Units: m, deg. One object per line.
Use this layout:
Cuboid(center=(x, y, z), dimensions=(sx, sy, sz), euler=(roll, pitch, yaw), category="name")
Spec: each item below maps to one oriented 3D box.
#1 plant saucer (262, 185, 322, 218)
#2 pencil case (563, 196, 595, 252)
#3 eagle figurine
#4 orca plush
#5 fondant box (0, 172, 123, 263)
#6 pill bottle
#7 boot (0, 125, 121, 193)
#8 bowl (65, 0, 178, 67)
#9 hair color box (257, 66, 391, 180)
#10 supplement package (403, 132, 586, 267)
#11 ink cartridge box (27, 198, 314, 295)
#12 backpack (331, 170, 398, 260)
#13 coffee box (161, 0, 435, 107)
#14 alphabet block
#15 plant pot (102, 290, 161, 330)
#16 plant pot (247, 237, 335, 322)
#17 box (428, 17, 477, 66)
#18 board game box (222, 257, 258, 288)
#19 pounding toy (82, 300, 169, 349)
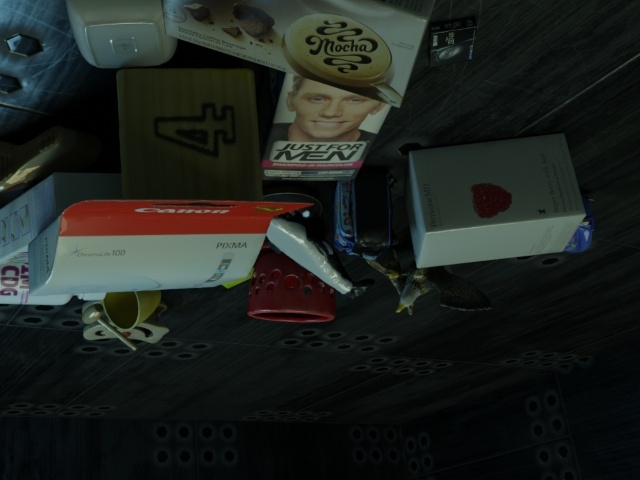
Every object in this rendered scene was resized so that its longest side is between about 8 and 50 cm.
Cuboid(center=(-0.081, -0.067, 1.619), dimensions=(0.168, 0.029, 0.168), euler=(-5, 156, -2), category="plant saucer")
Cuboid(center=(0.439, -0.028, 1.736), dimensions=(0.306, 0.119, 0.133), euler=(-3, 173, -9), category="pencil case")
Cuboid(center=(0.241, 0.074, 1.782), dimensions=(0.226, 0.225, 0.298), euler=(14, 158, -18), category="eagle figurine")
Cuboid(center=(0.000, 0.000, 1.618), dimensions=(0.287, 0.102, 0.151), euler=(35, 156, -17), category="orca plush")
Cuboid(center=(-0.398, -0.033, 1.387), dimensions=(0.238, 0.096, 0.330), euler=(-3, 170, -39), category="fondant box")
Cuboid(center=(-0.564, 0.045, 1.577), dimensions=(0.283, 0.160, 0.160), euler=(3, 155, -23), category="pill bottle")
Cuboid(center=(-0.439, -0.104, 1.360), dimensions=(0.248, 0.090, 0.207), euler=(-16, 156, 25), category="boot")
Cuboid(center=(-0.257, -0.276, 1.064), dimensions=(0.142, 0.053, 0.142), euler=(-5, 157, -8), category="bowl")
Cuboid(center=(0.005, -0.215, 1.210), dimensions=(0.174, 0.105, 0.347), euler=(-2, 155, -13), category="hair color box")
Cuboid(center=(0.318, -0.072, 1.532), dimensions=(0.293, 0.177, 0.175), euler=(-7, 157, -1), category="supplement package")
Cuboid(center=(-0.225, 0.015, 1.153), dimensions=(0.308, 0.091, 0.385), euler=(0, 173, -29), category="ink cartridge box")
Cuboid(center=(0.079, -0.040, 1.579), dimensions=(0.117, 0.158, 0.173), euler=(1, 165, -7), category="backpack")
Cuboid(center=(-0.023, -0.280, 0.905), dimensions=(0.297, 0.118, 0.168), euler=(18, 156, 2), category="coffee box")
Cuboid(center=(-0.194, -0.128, 1.183), dimensions=(0.193, 0.197, 0.192), euler=(-3, 172, -14), category="alphabet block")
Cuboid(center=(-0.427, 0.131, 1.878), dimensions=(0.134, 0.134, 0.095), euler=(-28, 172, 40), category="plant pot")
Cuboid(center=(-0.061, 0.084, 1.758), dimensions=(0.191, 0.174, 0.191), euler=(1, 170, 0), category="plant pot")
Cuboid(center=(0.194, -0.292, 1.194), dimensions=(0.067, 0.018, 0.083), euler=(-8, 157, 2), category="box")
Cuboid(center=(-0.214, 0.042, 1.786), dimensions=(0.092, 0.043, 0.181), euler=(-25, 150, 13), category="board game box")
Cuboid(center=(-0.501, 0.225, 2.010), dimensions=(0.154, 0.154, 0.269), euler=(-27, 150, 29), category="pounding toy")
